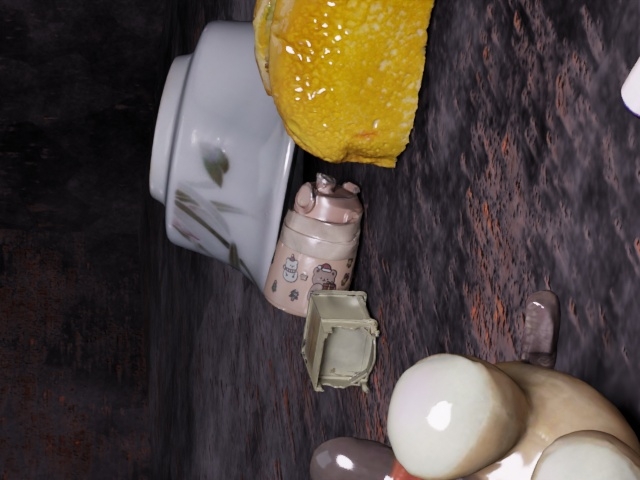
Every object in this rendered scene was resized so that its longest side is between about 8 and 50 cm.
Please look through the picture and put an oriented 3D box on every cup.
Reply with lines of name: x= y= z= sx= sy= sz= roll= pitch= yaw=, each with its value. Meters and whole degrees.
cup: x=-0.105 y=-0.117 z=1.714 sx=0.347 sy=0.163 sz=0.347 roll=-170 pitch=90 yaw=-89

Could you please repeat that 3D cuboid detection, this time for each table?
table: x=0.021 y=0.104 z=1.497 sx=0.083 sy=0.062 sz=0.079 roll=-111 pitch=26 yaw=-62

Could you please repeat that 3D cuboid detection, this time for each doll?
doll: x=0.096 y=0.200 z=0.881 sx=0.174 sy=0.235 sz=0.330 roll=-31 pitch=-33 yaw=-51

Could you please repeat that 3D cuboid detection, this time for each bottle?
bottle: x=0.000 y=0.000 z=1.564 sx=0.099 sy=0.099 sz=0.152 roll=-124 pitch=46 yaw=-70

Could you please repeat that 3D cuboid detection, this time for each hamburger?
hamburger: x=0.014 y=-0.207 z=1.373 sx=0.144 sy=0.156 sz=0.283 roll=-106 pitch=20 yaw=-57

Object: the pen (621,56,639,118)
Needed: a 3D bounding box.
pen: x=0.211 y=-0.153 z=0.735 sx=0.269 sy=0.033 sz=0.033 roll=110 pitch=158 yaw=-54
